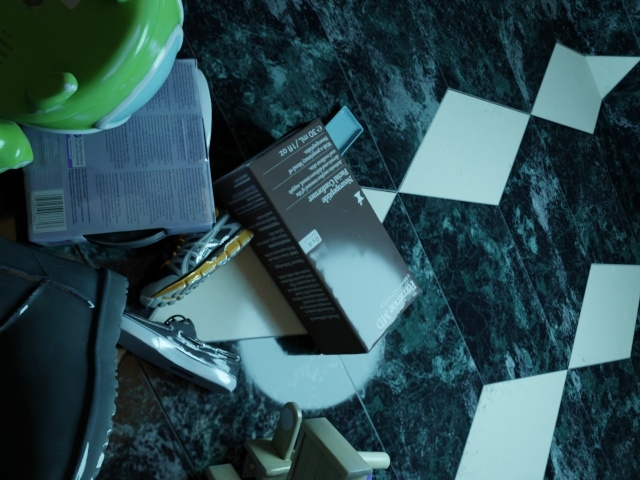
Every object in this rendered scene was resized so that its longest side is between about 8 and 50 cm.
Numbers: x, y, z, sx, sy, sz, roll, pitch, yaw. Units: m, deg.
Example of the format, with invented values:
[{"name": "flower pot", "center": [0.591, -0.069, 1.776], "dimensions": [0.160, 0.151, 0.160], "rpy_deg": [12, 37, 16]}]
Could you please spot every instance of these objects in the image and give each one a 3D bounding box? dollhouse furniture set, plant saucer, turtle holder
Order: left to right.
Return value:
[{"name": "turtle holder", "center": [-0.290, -0.216, 0.624], "dimensions": [0.243, 0.227, 0.320], "rpy_deg": [14, 91, 5]}, {"name": "dollhouse furniture set", "center": [-0.134, 0.330, 0.668], "dimensions": [0.355, 0.303, 0.174], "rpy_deg": [8, 103, -36]}, {"name": "plant saucer", "center": [0.019, -0.197, 1.102], "dimensions": [0.067, 0.018, 0.192], "rpy_deg": [50, 56, -18]}]

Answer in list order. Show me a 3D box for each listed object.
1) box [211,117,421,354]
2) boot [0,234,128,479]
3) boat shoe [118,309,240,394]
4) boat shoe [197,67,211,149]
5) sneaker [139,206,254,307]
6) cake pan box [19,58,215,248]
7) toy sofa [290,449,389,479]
[{"name": "box", "center": [0.000, 0.000, 0.969], "dimensions": [0.191, 0.143, 0.381], "rpy_deg": [-42, 107, -36]}, {"name": "boot", "center": [-0.439, 0.088, 0.536], "dimensions": [0.445, 0.146, 0.367], "rpy_deg": [31, 23, -32]}, {"name": "boat shoe", "center": [-0.211, 0.154, 0.813], "dimensions": [0.228, 0.080, 0.076], "rpy_deg": [36, 54, -27]}, {"name": "boat shoe", "center": [-0.230, -0.162, 0.857], "dimensions": [0.084, 0.095, 0.258], "rpy_deg": [6, 75, -40]}, {"name": "sneaker", "center": [-0.204, 0.027, 0.852], "dimensions": [0.083, 0.084, 0.215], "rpy_deg": [49, 51, -2]}, {"name": "cake pan box", "center": [-0.285, -0.124, 0.769], "dimensions": [0.245, 0.070, 0.267], "rpy_deg": [-8, 83, -11]}, {"name": "toy sofa", "center": [0.029, 0.522, 0.847], "dimensions": [0.150, 0.177, 0.363], "rpy_deg": [17, 69, -33]}]
